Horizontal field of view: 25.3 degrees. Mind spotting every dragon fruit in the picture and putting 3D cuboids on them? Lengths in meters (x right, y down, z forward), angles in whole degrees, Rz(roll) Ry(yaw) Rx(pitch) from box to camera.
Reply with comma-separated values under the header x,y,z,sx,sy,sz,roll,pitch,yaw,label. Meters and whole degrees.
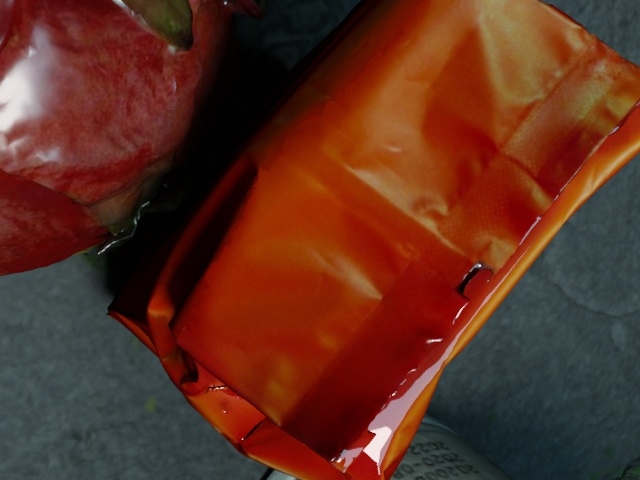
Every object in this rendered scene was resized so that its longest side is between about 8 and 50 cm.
x,y,z,sx,sy,sz,roll,pitch,yaw,label
-0.140,-0.097,0.596,0.244,0.244,0.299,-44,137,-8,dragon fruit

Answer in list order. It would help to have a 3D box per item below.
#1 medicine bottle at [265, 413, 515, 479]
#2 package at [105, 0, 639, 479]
x,y,z,sx,sy,sz,roll,pitch,yaw,label
0.103,0.254,0.848,0.190,0.332,0.190,-13,118,-26,medicine bottle
0.001,0.000,0.671,0.123,0.423,0.196,40,83,-7,package
